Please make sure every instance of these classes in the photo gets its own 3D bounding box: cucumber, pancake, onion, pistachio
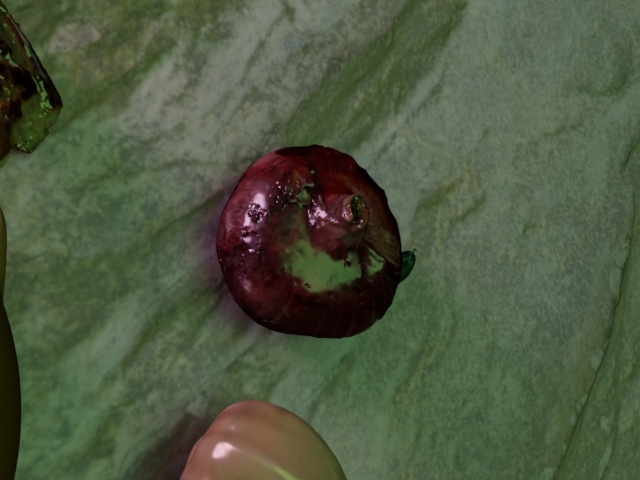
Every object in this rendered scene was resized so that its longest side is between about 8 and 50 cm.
[{"bbox_3d":[0.091,0.053,1.263,0.168,0.039,0.039,-30,100,-37],"label":"cucumber"},{"bbox_3d":[-0.372,-0.189,0.923,0.212,0.056,0.257,8,68,-44],"label":"pancake"},{"bbox_3d":[0.000,0.000,1.086,0.252,0.219,0.252,11,68,-29],"label":"onion"},{"bbox_3d":[-0.044,0.313,0.995,0.318,0.214,0.193,55,51,-32],"label":"pistachio"}]

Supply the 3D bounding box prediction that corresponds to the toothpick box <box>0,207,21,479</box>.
[{"bbox_3d":[-0.404,0.114,0.531,0.425,0.409,0.408,6,77,-49],"label":"toothpick box"}]
